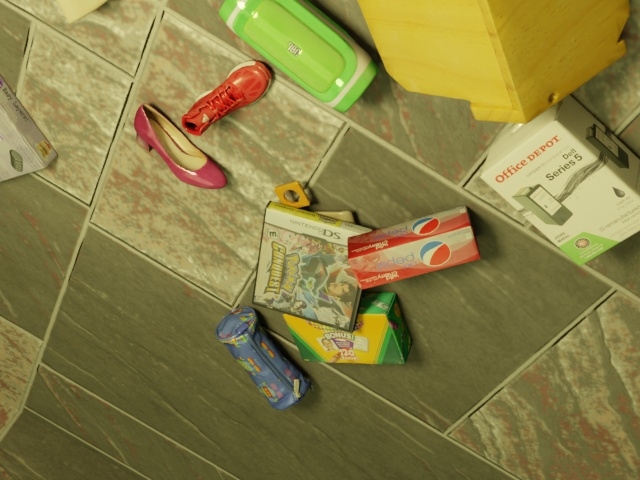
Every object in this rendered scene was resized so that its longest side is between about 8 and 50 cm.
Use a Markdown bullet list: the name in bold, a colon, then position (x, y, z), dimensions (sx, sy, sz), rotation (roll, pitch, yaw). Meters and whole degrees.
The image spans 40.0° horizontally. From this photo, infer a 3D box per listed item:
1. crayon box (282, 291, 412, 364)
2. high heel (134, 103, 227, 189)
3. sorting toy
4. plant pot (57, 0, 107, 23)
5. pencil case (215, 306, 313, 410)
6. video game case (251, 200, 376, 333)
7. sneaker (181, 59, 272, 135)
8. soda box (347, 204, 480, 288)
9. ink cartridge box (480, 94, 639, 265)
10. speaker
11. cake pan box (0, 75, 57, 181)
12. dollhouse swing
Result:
- **crayon box**: position (0.066, 0.212, 2.128), dimensions (0.278, 0.081, 0.165), rotation (-2, 127, 28)
- **high heel**: position (-0.306, -0.207, 1.936), dimensions (0.244, 0.082, 0.117), rotation (36, 146, 10)
- **sorting toy**: position (0.000, 0.000, 1.999), dimensions (0.196, 0.047, 0.347), rotation (-2, 127, 22)
- **plant pot**: position (-0.460, -0.508, 1.730), dimensions (0.096, 0.109, 0.109), rotation (-12, 124, 18)
- **pencil case**: position (-0.145, 0.314, 2.290), dimensions (0.133, 0.119, 0.306), rotation (10, 140, 57)
- **video game case**: position (-0.020, 0.063, 1.975), dimensions (0.248, 0.035, 0.274), rotation (16, 123, 8)
- **sneaker**: position (-0.197, -0.274, 1.788), dimensions (0.087, 0.128, 0.221), rotation (46, 133, -17)
- **soda box**: position (0.192, 0.015, 1.834), dimensions (0.263, 0.083, 0.092), rotation (-16, 123, 11)
- **ink cartridge box**: position (0.464, -0.112, 1.625), dimensions (0.273, 0.114, 0.198), rotation (39, 134, -11)
- **speaker**: position (-0.039, -0.370, 1.631), dimensions (0.296, 0.131, 0.131), rotation (37, 135, -9)
- **cake pan box**: position (-0.808, -0.269, 2.130), dimensions (0.246, 0.070, 0.267), rotation (-14, 122, 31)
- **dollhouse swing**: position (0.270, -0.417, 1.458), dimensions (0.305, 0.315, 0.346), rotation (42, 164, 55)
